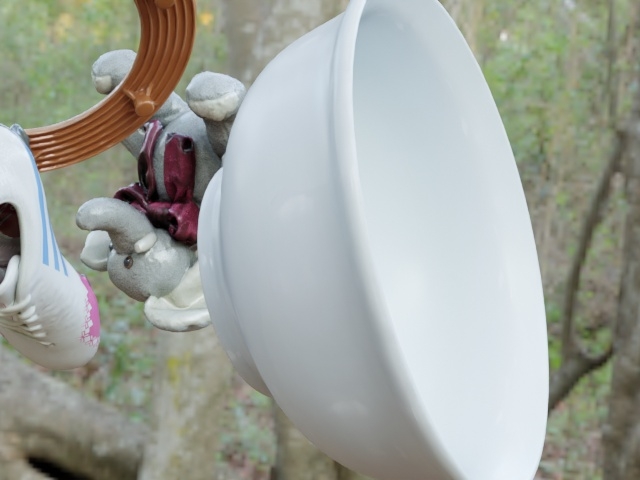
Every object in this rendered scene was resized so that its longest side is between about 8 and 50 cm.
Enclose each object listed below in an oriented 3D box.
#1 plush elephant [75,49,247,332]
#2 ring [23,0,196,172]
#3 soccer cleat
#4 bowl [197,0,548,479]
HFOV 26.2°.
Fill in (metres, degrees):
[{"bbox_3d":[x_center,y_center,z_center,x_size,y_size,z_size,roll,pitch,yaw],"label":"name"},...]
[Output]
[{"bbox_3d":[-0.196,-0.041,1.715,0.271,0.255,0.330,23,-23,40],"label":"plush elephant"},{"bbox_3d":[-0.280,-0.185,1.361,0.336,0.337,0.032,3,43,-32],"label":"ring"},{"bbox_3d":[-0.302,0.040,1.337,0.116,0.331,0.143,-5,43,8],"label":"soccer cleat"},{"bbox_3d":[0.022,0.010,0.783,0.134,0.298,0.298,-13,-5,22],"label":"bowl"}]
